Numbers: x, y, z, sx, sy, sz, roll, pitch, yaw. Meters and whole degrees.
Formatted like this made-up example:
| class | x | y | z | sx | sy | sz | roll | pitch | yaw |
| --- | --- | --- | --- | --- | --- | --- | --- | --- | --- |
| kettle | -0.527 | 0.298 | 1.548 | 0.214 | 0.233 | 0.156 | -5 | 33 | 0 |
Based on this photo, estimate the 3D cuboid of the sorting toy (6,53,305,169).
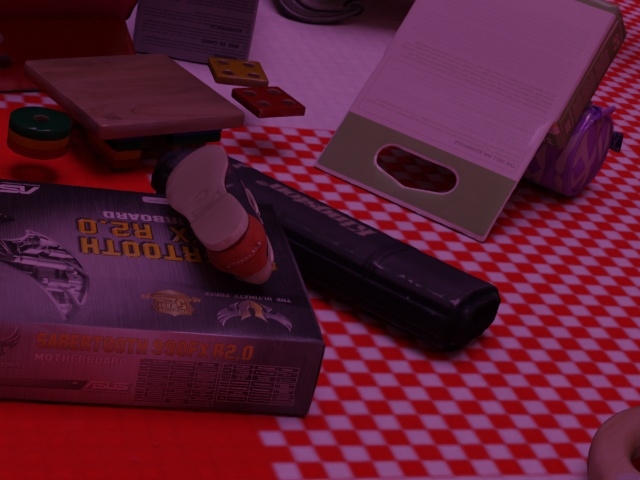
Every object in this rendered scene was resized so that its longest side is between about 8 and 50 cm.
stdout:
| class | x | y | z | sx | sy | sz | roll | pitch | yaw |
| --- | --- | --- | --- | --- | --- | --- | --- | --- | --- |
| sorting toy | -0.146 | -0.105 | 1.194 | 0.274 | 0.046 | 0.132 | -9 | 33 | -37 |

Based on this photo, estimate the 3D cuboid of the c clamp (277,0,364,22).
| class | x | y | z | sx | sy | sz | roll | pitch | yaw |
| --- | --- | --- | --- | --- | --- | --- | --- | --- | --- |
| c clamp | 0.008 | -0.296 | 1.611 | 0.137 | 0.022 | 0.161 | 6 | 54 | -16 |

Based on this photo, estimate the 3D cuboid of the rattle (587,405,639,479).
| class | x | y | z | sx | sy | sz | roll | pitch | yaw |
| --- | --- | --- | --- | --- | --- | --- | --- | --- | --- |
| rattle | 0.233 | 0.090 | 0.876 | 0.130 | 0.143 | 0.199 | 4 | 27 | 27 |

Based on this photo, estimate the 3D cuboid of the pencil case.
| class | x | y | z | sx | sy | sz | roll | pitch | yaw |
| --- | --- | --- | --- | --- | --- | --- | --- | --- | --- |
| pencil case | 0.157 | -0.111 | 1.297 | 0.206 | 0.088 | 0.086 | 24 | 38 | 24 |

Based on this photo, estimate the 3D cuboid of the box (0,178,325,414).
| class | x | y | z | sx | sy | sz | roll | pitch | yaw |
| --- | --- | --- | --- | --- | --- | --- | --- | --- | --- |
| box | -0.128 | 0.031 | 0.918 | 0.231 | 0.056 | 0.183 | 5 | 26 | -15 |

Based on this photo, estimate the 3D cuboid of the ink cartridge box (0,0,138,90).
| class | x | y | z | sx | sy | sz | roll | pitch | yaw |
| --- | --- | --- | --- | --- | --- | --- | --- | --- | --- |
| ink cartridge box | -0.293 | -0.268 | 1.223 | 0.309 | 0.130 | 0.272 | -7 | 67 | -32 |

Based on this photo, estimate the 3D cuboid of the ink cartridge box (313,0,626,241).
| class | x | y | z | sx | sy | sz | roll | pitch | yaw |
| --- | --- | --- | --- | --- | --- | --- | --- | --- | --- |
| ink cartridge box | 0.127 | -0.119 | 1.235 | 0.171 | 0.235 | 0.056 | 25 | -13 | 25 |

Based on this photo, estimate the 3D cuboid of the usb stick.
| class | x | y | z | sx | sy | sz | roll | pitch | yaw |
| --- | --- | --- | --- | --- | --- | --- | --- | --- | --- |
| usb stick | 0.000 | 0.000 | 1.049 | 0.278 | 0.045 | 0.077 | 27 | 29 | 28 |

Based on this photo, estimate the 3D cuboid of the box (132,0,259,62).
| class | x | y | z | sx | sy | sz | roll | pitch | yaw |
| --- | --- | --- | --- | --- | --- | --- | --- | --- | --- |
| box | -0.116 | -0.258 | 1.452 | 0.114 | 0.103 | 0.203 | 9 | 26 | -7 |

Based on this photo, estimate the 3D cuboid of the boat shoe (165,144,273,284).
| class | x | y | z | sx | sy | sz | roll | pitch | yaw |
| --- | --- | --- | --- | --- | --- | --- | --- | --- | --- |
| boat shoe | -0.062 | -0.018 | 0.934 | 0.043 | 0.049 | 0.137 | 49 | 4 | -31 |
